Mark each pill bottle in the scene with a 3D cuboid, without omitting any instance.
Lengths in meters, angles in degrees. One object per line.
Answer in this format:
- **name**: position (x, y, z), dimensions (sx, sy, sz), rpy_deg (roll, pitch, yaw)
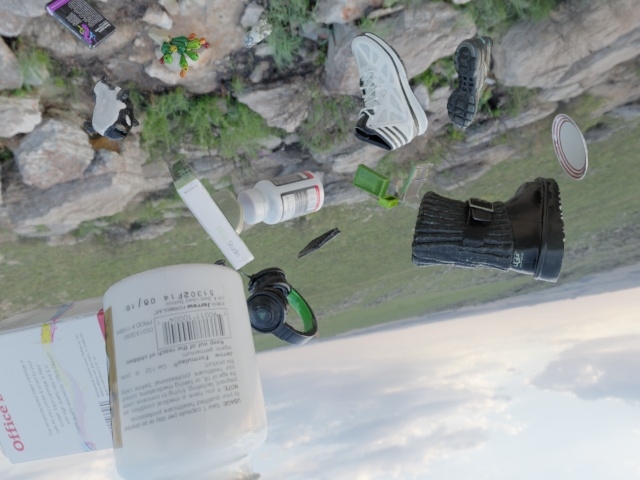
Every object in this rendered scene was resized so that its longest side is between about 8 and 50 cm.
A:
- **pill bottle**: position (-0.157, -0.164, 1.688), dimensions (0.319, 0.176, 0.176), rpy_deg (-19, 174, -36)
- **pill bottle**: position (-0.118, 0.147, 0.388), dimensions (0.131, 0.229, 0.131), rpy_deg (-13, 161, -4)

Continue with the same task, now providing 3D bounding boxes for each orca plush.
- **orca plush**: position (-0.529, -0.321, 1.109), dimensions (0.151, 0.287, 0.102), rpy_deg (-52, 138, -4)

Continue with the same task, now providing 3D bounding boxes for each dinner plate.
- **dinner plate**: position (0.516, -0.194, 0.880), dimensions (0.017, 0.141, 0.141), rpy_deg (-19, 164, 10)

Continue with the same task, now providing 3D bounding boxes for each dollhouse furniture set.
- **dollhouse furniture set**: position (0.126, -0.106, 0.748), dimensions (0.152, 0.058, 0.076), rpy_deg (-17, 132, -45)

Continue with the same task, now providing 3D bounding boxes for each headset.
- **headset**: position (-0.185, 0.194, 1.347), dimensions (0.394, 0.243, 0.185), rpy_deg (40, 107, -21)

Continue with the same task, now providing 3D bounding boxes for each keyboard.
- **keyboard**: position (0.000, 0.000, 1.159), dimensions (0.108, 0.023, 0.180), rpy_deg (-36, -176, -22)

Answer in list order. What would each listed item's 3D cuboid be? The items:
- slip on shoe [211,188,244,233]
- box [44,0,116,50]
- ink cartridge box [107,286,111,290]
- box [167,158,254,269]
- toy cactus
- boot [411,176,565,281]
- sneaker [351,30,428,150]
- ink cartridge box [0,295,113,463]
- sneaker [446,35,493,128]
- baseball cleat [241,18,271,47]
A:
- **slip on shoe**: position (-0.318, -0.078, 1.476), dimensions (0.123, 0.101, 0.331), rpy_deg (-24, -150, -6)
- **box**: position (-0.742, -0.688, 1.331), dimensions (0.162, 0.116, 0.029), rpy_deg (41, 145, -21)
- **ink cartridge box**: position (-0.505, 0.213, 1.095), dimensions (0.208, 0.206, 0.045), rpy_deg (-18, 161, 37)
- **box**: position (-0.285, -0.077, 1.077), dimensions (0.058, 0.232, 0.322), rpy_deg (-36, -153, -10)
- **toy cactus**: position (-0.494, -0.656, 1.454), dimensions (0.180, 0.219, 0.112), rpy_deg (29, 144, -4)
- **boot**: position (0.335, -0.046, 0.870), dimensions (0.260, 0.131, 0.348), rpy_deg (6, -155, 23)
- **sneaker**: position (0.202, -0.543, 1.606), dimensions (0.257, 0.447, 0.169), rpy_deg (-38, -170, -22)
- **ink cartridge box**: position (-0.372, 0.212, 0.702), dimensions (0.306, 0.226, 0.131), rpy_deg (-11, -169, 8)
- **sneaker**: position (0.442, -0.451, 1.237), dimensions (0.106, 0.101, 0.267), rpy_deg (-33, 142, -23)
- **baseball cleat**: position (-0.276, -0.874, 1.806), dimensions (0.109, 0.072, 0.206), rpy_deg (-20, -153, 24)
